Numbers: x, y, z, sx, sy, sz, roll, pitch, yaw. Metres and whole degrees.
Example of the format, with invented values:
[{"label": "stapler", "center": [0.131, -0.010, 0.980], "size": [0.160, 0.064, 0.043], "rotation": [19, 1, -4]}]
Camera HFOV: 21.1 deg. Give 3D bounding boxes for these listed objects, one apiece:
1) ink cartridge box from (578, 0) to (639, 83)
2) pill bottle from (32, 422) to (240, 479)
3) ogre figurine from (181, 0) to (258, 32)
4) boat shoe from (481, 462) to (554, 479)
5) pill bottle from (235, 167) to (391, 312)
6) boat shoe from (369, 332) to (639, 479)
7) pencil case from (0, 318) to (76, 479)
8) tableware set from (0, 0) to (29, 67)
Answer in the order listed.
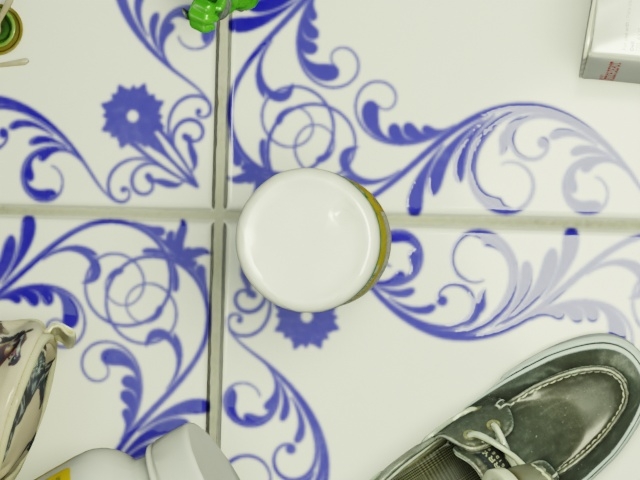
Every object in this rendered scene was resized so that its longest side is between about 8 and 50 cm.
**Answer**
[{"label": "ink cartridge box", "center": [0.333, -0.178, 1.445], "size": [0.219, 0.160, 0.093], "rotation": [7, 89, 6]}, {"label": "pill bottle", "center": [-0.221, 0.300, 1.489], "size": [0.334, 0.188, 0.188], "rotation": [-30, 86, 6]}, {"label": "ogre figurine", "center": [-0.059, -0.273, 1.514], "size": [0.096, 0.118, 0.197], "rotation": [4, 88, 11]}, {"label": "boat shoe", "center": [0.204, 0.299, 1.435], "size": [0.091, 0.109, 0.305], "rotation": [-22, 121, -10]}, {"label": "pill bottle", "center": [0.000, 0.000, 1.457], "size": [0.117, 0.208, 0.118], "rotation": [0, 90, 7]}, {"label": "boat shoe", "center": [0.146, 0.202, 1.481], "size": [0.335, 0.119, 0.121], "rotation": [-37, 85, 5]}, {"label": "pencil case", "center": [-0.431, 0.107, 1.530], "size": [0.410, 0.160, 0.184], "rotation": [13, 81, 7]}, {"label": "tableware set", "center": [-0.333, -0.226, 1.592], "size": [0.104, 0.024, 0.154], "rotation": [-10, 88, 7]}]
